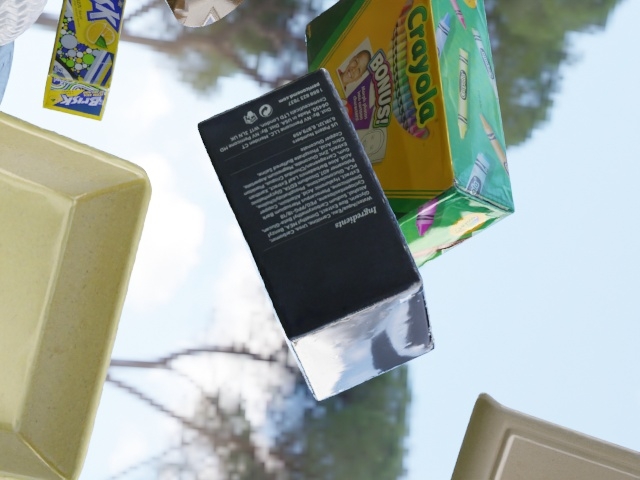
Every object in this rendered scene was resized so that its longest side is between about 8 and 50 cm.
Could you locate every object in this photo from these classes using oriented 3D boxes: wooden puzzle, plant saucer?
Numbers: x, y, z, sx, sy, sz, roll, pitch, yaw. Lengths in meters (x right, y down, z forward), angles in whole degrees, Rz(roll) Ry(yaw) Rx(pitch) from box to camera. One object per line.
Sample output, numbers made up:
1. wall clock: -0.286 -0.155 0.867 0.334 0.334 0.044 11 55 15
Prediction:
1. wooden puzzle: 0.226 0.239 1.534 0.221 0.239 0.044 101 15 -45
2. plant saucer: -0.332 0.047 1.661 0.081 0.333 0.332 7 -100 41

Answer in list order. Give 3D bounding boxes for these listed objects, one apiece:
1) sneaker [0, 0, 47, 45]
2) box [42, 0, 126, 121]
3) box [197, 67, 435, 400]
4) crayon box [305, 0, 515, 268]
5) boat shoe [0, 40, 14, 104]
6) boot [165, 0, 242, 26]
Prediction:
1. sneaker: -0.217 -0.118 0.735 0.268 0.153 0.101 -21 -123 54
2. box: -0.215 -0.196 1.654 0.054 0.059 0.169 116 -17 -54
3. box: 0.000 0.000 1.146 0.156 0.093 0.158 71 -5 -70
4. crayon box: 0.077 -0.116 1.635 0.165 0.081 0.278 -32 -131 37
5. boat shoe: -0.306 -0.037 1.118 0.320 0.103 0.118 -55 174 -26
6. boot: -0.057 -0.343 1.552 0.283 0.109 0.220 -37 -121 24
